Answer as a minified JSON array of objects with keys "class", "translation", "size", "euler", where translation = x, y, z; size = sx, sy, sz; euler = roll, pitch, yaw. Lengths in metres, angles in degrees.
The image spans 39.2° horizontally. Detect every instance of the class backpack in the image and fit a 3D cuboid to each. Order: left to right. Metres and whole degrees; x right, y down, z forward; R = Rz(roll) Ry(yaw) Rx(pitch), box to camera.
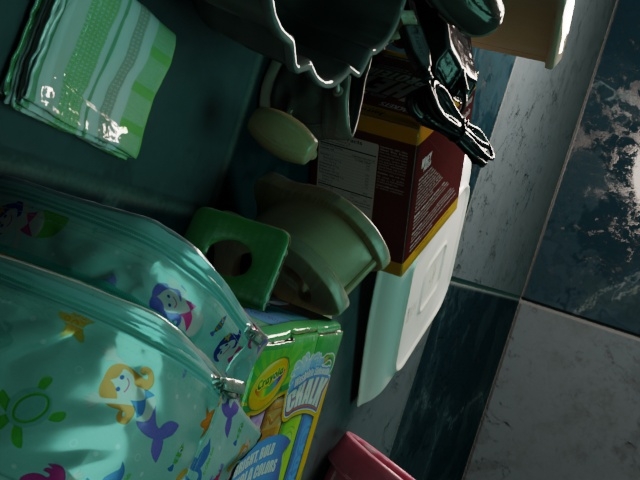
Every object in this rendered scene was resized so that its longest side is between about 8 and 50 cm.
[{"class":"backpack","translation":[-0.155,0.074,0.513],"size":[0.253,0.225,0.191],"euler":[54,56,-67]}]

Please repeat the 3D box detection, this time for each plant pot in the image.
[{"class":"plant pot","translation":[0.067,0.428,1.395],"size":[0.180,0.201,0.201],"euler":[-53,156,-5]}]

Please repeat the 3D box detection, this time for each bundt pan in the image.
[{"class":"bundt pan","translation":[-0.012,-0.295,0.707],"size":[0.331,0.124,0.331],"euler":[-48,148,-44]}]

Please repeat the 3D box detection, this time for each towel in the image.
[{"class":"towel","translation":[-0.154,-0.125,0.635],"size":[0.113,0.023,0.152],"euler":[-70,158,-3]}]

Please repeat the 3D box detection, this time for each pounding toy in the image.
[{"class":"pounding toy","translation":[0.000,0.000,0.859],"size":[0.155,0.154,0.270],"euler":[-44,156,-30]}]

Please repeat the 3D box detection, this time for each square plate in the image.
[{"class":"square plate","translation":[0.164,0.056,1.476],"size":[0.344,0.049,0.347],"euler":[-48,152,-49]}]

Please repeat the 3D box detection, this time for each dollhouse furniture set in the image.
[{"class":"dollhouse furniture set","translation":[0.277,-0.413,1.208],"size":[0.303,0.198,0.286],"euler":[-48,149,-46]}]

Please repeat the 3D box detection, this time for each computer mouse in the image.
[{"class":"computer mouse","translation":[0.109,-0.211,0.949],"size":[0.184,0.060,0.262],"euler":[23,55,-56]}]

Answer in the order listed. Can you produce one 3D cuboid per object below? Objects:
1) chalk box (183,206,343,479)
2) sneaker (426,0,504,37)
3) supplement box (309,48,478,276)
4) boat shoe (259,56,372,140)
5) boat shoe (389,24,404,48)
[{"class":"chalk box","translation":[-0.108,0.120,0.730],"size":[0.179,0.180,0.289],"euler":[4,102,-68]},{"class":"sneaker","translation":[0.128,-0.323,0.863],"size":[0.267,0.106,0.101],"euler":[61,38,-22]},{"class":"supplement box","translation":[0.087,-0.099,1.088],"size":[0.191,0.129,0.194],"euler":[-45,146,-49]},{"class":"boat shoe","translation":[0.046,-0.251,0.916],"size":[0.335,0.095,0.112],"euler":[-68,158,-10]},{"class":"boat shoe","translation":[0.074,-0.255,1.048],"size":[0.043,0.049,0.137],"euler":[-66,155,-6]}]
